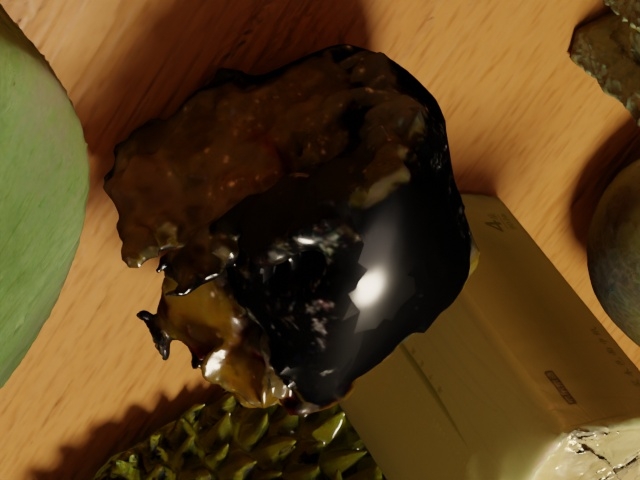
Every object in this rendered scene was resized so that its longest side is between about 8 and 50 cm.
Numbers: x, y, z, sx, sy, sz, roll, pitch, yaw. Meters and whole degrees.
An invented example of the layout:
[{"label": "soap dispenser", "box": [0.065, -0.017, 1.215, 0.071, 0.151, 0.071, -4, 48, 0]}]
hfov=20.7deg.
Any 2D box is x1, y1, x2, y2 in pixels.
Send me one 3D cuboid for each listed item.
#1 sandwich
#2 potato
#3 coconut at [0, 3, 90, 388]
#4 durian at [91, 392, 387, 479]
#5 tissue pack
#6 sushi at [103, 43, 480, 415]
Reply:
[{"label": "sandwich", "box": [0.223, -0.142, 1.140, 0.088, 0.090, 0.244, -24, 146, -23]}, {"label": "potato", "box": [0.299, 0.021, 1.337, 0.174, 0.159, 0.251, -16, 135, 16]}, {"label": "coconut", "box": [-0.249, -0.017, 0.682, 0.328, 0.328, 0.281, 8, 124, -45]}, {"label": "durian", "box": [-0.061, 0.208, 1.274, 0.394, 0.163, 0.198, -12, 157, -30]}, {"label": "tissue pack", "box": [0.112, 0.102, 1.196, 0.125, 0.234, 0.159, -1, 132, -36]}, {"label": "sushi", "box": [-0.007, 0.002, 1.039, 0.200, 0.213, 0.204, -17, 131, 11]}]
